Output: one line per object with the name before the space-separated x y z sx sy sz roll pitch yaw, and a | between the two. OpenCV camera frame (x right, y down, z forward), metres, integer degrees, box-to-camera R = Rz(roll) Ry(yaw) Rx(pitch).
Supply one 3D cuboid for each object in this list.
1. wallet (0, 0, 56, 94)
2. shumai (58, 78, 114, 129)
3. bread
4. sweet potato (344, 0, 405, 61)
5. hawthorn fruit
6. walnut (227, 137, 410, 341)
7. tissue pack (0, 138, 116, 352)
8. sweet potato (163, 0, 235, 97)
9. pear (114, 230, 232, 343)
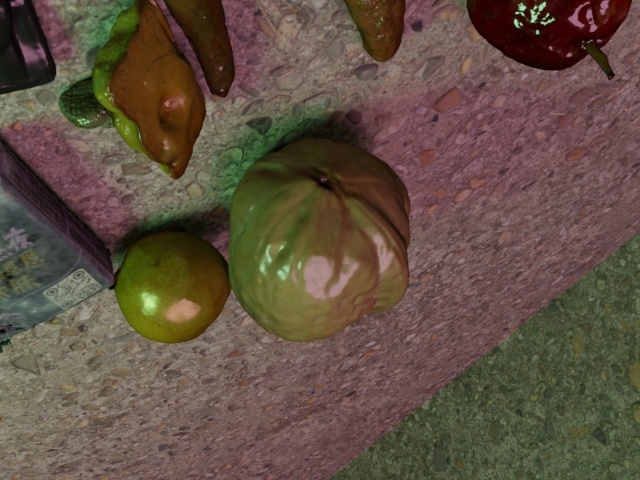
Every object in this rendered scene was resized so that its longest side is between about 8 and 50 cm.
wallet | -0.456 -0.272 0.785 0.247 0.041 0.322 -19 144 -14
shumai | -0.313 -0.178 1.004 0.083 0.082 0.080 -4 151 7
bread | -0.230 -0.195 0.967 0.088 0.160 0.233 11 154 24
sweet potato | 0.066 -0.364 0.979 0.106 0.095 0.354 -46 155 -21
hawthorn fruit | 0.363 -0.349 1.064 0.210 0.266 0.230 -18 158 -51
walnut | 0.000 0.000 1.268 0.382 0.381 0.381 -19 149 -12
tissue pack | -0.513 0.017 1.114 0.259 0.122 0.361 -27 148 -1
sweet potato | -0.160 -0.294 0.942 0.075 0.075 0.273 -24 152 -4
pear | -0.275 0.082 1.308 0.209 0.208 0.208 -19 149 -12
